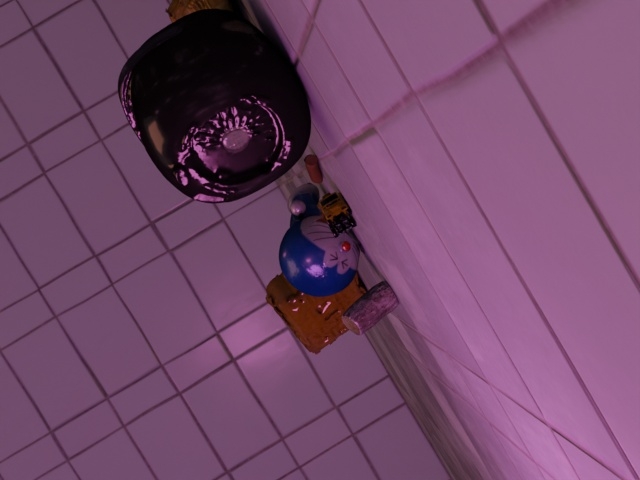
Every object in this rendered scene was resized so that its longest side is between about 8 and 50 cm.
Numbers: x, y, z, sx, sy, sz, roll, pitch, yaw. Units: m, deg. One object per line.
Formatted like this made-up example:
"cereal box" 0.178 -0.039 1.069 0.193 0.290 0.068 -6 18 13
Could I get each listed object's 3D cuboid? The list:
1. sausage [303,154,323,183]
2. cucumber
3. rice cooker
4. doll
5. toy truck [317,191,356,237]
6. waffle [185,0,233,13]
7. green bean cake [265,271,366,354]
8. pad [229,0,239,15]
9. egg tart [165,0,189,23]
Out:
"sausage" -0.011 -0.131 1.779 0.026 0.026 0.116 58 178 16
"cucumber" 0.093 0.128 1.812 0.064 0.112 0.064 52 171 11
"rice cooker" -0.151 -0.190 1.388 0.267 0.267 0.224 62 180 -44
"doll" 0.000 0.000 1.925 0.215 0.161 0.257 45 -158 -35
"toy truck" 0.028 -0.049 1.713 0.054 0.049 0.083 59 179 27
"waffle" -0.203 -0.428 1.564 0.261 0.056 0.250 53 168 31
"green bean cake" 0.001 0.145 2.379 0.131 0.230 0.224 44 169 53
"pad" -0.116 -0.329 1.696 0.269 0.012 0.269 59 177 6
"egg tart" -0.290 -0.499 2.220 0.212 0.090 0.212 55 176 5
